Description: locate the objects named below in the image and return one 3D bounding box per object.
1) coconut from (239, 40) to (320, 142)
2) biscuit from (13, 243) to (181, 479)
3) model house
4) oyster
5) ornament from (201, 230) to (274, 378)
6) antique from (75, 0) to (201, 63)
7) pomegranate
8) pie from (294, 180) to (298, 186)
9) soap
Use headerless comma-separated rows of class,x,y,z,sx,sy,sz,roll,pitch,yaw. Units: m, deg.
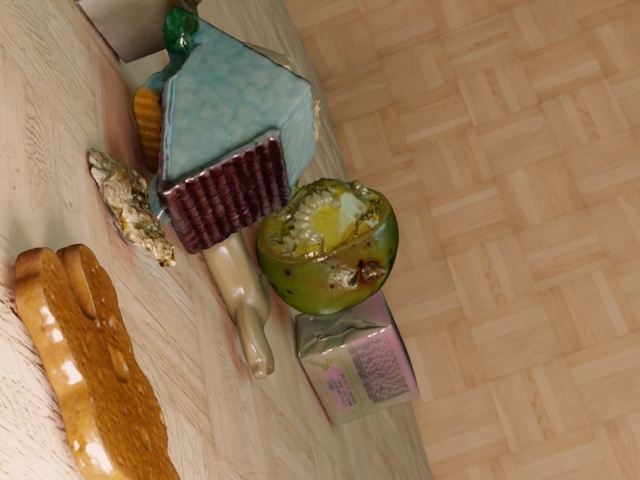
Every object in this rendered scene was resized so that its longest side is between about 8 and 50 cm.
coconut,-0.116,-0.216,1.799,0.224,0.224,0.234,-85,166,-72
biscuit,-0.193,0.145,0.982,0.186,0.044,0.295,-6,75,-79
model house,-0.159,-0.110,1.449,0.230,0.249,0.280,32,-15,13
oyster,-0.212,-0.032,1.262,0.108,0.053,0.166,80,-15,-74
ornament,-0.114,0.076,1.615,0.245,0.061,0.230,-93,164,-68
antique,-0.245,-0.356,1.489,0.147,0.148,0.152,54,20,-57
pomegranate,0.000,0.000,1.991,0.340,0.260,0.260,33,-30,61
pie,-0.133,-0.260,2.273,0.296,0.078,0.371,63,9,-46
soap,0.068,0.217,2.068,0.138,0.182,0.199,-99,167,-57
